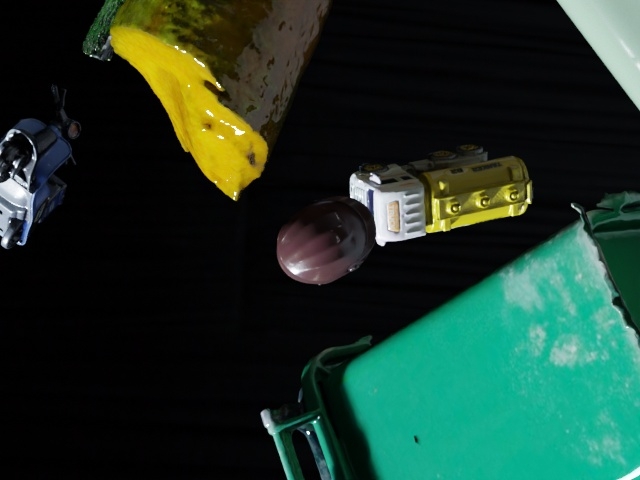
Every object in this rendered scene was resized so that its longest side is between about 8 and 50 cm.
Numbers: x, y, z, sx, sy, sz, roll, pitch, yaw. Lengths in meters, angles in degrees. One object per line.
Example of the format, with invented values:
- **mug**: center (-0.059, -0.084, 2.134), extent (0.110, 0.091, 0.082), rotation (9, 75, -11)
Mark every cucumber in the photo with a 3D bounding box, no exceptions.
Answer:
- **cucumber**: center (-0.317, -0.371, 1.502), extent (0.187, 0.058, 0.058), rotation (-52, 14, 15)

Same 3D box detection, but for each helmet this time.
- **helmet**: center (0.000, 0.000, 1.109), extent (0.098, 0.123, 0.070), rotation (58, -161, 12)

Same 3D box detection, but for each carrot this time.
- **carrot**: center (-0.128, -0.251, 1.164), extent (0.241, 0.241, 0.341), rotation (135, 160, -85)

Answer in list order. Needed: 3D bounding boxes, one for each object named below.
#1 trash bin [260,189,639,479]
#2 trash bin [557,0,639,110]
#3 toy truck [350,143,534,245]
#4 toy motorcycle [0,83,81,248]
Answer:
- **trash bin**: center (0.166, 0.135, 0.753), extent (0.381, 0.295, 0.259), rotation (-48, 56, 47)
- **trash bin**: center (0.289, -0.114, 0.509), extent (0.223, 0.343, 0.158), rotation (-39, 3, 33)
- **toy truck**: center (0.159, -0.062, 1.242), extent (0.114, 0.227, 0.098), rotation (-137, 39, -63)
- **toy motorcycle**: center (-0.537, -0.124, 1.721), extent (0.212, 0.125, 0.358), rotation (-55, 3, -34)
